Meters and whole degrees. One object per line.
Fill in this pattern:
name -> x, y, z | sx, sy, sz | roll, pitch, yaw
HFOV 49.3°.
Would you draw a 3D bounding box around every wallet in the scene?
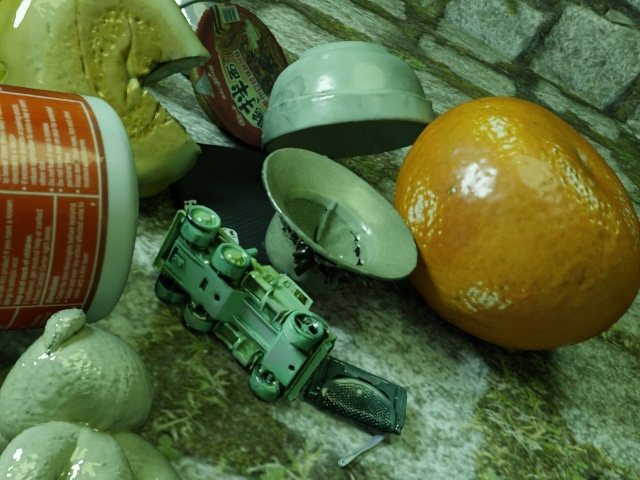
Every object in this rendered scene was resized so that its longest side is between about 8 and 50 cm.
wallet -> 0.050, 0.197, 0.901 | 0.129, 0.026, 0.088 | 22, 32, 2
wallet -> -0.116, -0.046, 1.100 | 0.247, 0.041, 0.323 | 6, 40, -35

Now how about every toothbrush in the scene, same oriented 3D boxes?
toothbrush -> 0.065, 0.250, 0.865 | 0.011, 0.013, 0.131 | 44, 36, 25

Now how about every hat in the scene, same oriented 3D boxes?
hat -> 0.000, 0.000, 0.996 | 0.257, 0.130, 0.257 | 27, 31, -18

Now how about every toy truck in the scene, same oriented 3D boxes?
toy truck -> -0.083, 0.069, 0.890 | 0.259, 0.128, 0.135 | 44, 31, 20

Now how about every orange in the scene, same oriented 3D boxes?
orange -> 0.307, -0.019, 1.128 | 0.424, 0.326, 0.424 | 31, 37, -27

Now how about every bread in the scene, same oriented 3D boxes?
bread -> -0.312, -0.218, 0.970 | 0.333, 0.333, 0.160 | 2, -2, -36

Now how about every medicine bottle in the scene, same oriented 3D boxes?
medicine bottle -> -0.341, -0.033, 0.710 | 0.240, 0.252, 0.252 | 1, 42, -38

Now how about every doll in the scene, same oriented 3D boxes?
doll -> -0.215, 0.214, 0.621 | 0.149, 0.175, 0.278 | -19, 56, -2

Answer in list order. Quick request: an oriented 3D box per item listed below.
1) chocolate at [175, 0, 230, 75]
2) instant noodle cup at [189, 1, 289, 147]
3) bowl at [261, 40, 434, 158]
chocolate -> -0.242, -0.400, 1.392 | 0.221, 0.221, 0.147 | -23, 87, -51
instant noodle cup -> -0.164, -0.296, 1.300 | 0.274, 0.090, 0.274 | 19, 66, -50
bowl -> 0.046, -0.244, 1.230 | 0.307, 0.307, 0.163 | 1, 85, -37
